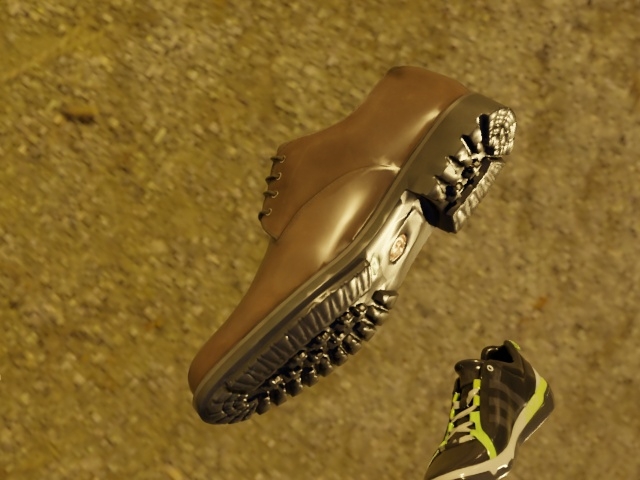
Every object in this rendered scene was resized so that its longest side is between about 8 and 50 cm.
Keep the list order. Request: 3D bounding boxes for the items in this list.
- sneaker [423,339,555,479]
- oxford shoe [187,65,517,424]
[{"bbox_3d":[0.143,0.164,1.315,0.097,0.084,0.235,60,33,-4],"label":"sneaker"},{"bbox_3d":[0.000,0.000,0.742,0.227,0.096,0.083,-49,153,-13],"label":"oxford shoe"}]
